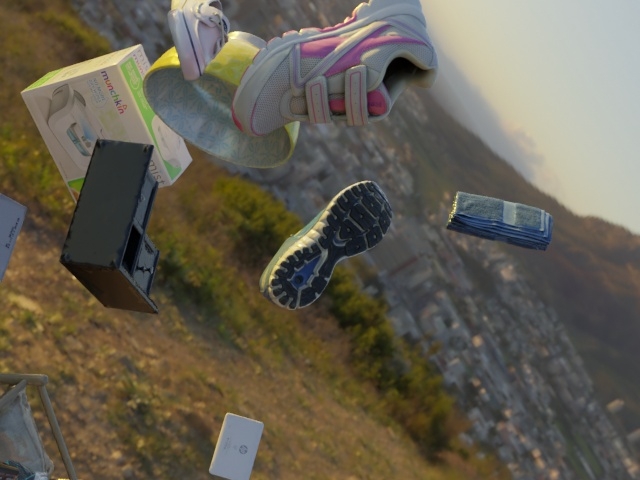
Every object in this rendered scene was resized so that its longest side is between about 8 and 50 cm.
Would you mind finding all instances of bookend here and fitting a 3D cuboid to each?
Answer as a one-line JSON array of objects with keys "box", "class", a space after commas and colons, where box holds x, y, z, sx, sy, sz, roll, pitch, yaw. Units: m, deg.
[{"box": [-0.230, -0.012, 1.152, 0.157, 0.072, 0.156, 73, 26, -65], "class": "bookend"}]

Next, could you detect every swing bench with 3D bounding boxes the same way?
[{"box": [-0.566, 0.341, 1.615, 0.165, 0.254, 0.253, -44, 135, -46], "class": "swing bench"}]

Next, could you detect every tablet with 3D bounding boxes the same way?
[{"box": [-0.112, 0.277, 1.292, 0.054, 0.083, 0.006, 17, -19, -3], "class": "tablet"}]

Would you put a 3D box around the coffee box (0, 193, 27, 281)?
[{"box": [-0.626, 0.001, 1.656, 0.098, 0.246, 0.141, 33, 59, -40], "class": "coffee box"}]

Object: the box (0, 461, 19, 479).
[{"box": [-0.496, 0.357, 1.115, 0.165, 0.271, 0.143, 20, -16, 7], "class": "box"}]

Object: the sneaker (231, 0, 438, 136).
[{"box": [0.022, -0.178, 1.070, 0.111, 0.252, 0.103, 60, -3, 30], "class": "sneaker"}]

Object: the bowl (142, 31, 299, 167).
[{"box": [-0.150, -0.272, 1.709, 0.289, 0.289, 0.156, 47, 59, -41], "class": "bowl"}]

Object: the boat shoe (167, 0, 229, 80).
[{"box": [-0.159, -0.285, 1.293, 0.226, 0.075, 0.083, -105, -177, -54], "class": "boat shoe"}]

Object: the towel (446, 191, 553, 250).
[{"box": [0.210, -0.025, 1.126, 0.067, 0.119, 0.029, -68, 168, -53], "class": "towel"}]

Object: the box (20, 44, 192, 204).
[{"box": [-0.417, -0.224, 1.919, 0.127, 0.231, 0.262, -63, 137, -57], "class": "box"}]

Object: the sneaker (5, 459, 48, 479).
[{"box": [-0.466, 0.389, 1.404, 0.076, 0.065, 0.166, 40, 31, -15], "class": "sneaker"}]

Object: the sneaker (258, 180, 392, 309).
[{"box": [0.000, 0.000, 1.868, 0.130, 0.330, 0.147, 56, -24, -16], "class": "sneaker"}]
